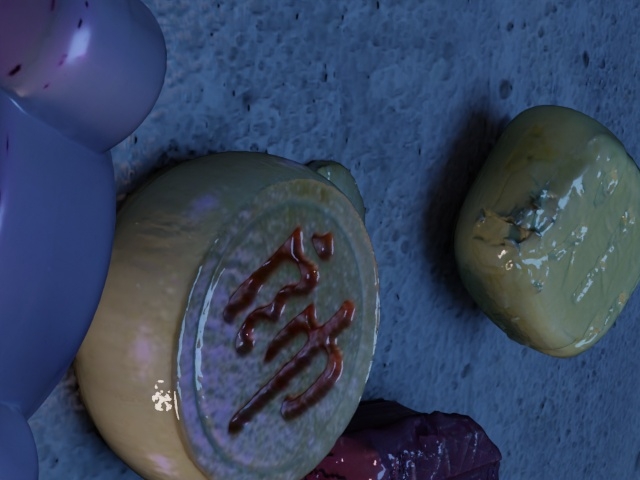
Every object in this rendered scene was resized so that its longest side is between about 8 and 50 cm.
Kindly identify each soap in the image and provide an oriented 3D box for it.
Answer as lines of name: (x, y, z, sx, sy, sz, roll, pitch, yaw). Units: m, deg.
soap: (0.071, 0.261, 1.308, 0.324, 0.127, 0.220, 4, 96, -59)

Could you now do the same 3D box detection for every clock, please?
clock: (-0.235, -0.017, 0.565, 0.113, 0.322, 0.296, 32, 72, -61)

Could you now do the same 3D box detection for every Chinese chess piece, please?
Chinese chess piece: (-0.066, 0.066, 1.040, 0.270, 0.112, 0.270, -18, 113, -51)

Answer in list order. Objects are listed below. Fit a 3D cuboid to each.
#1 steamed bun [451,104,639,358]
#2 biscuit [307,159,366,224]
steamed bun: (0.236, -0.011, 1.459, 0.232, 0.166, 0.273, -57, 138, -11)
biscuit: (0.000, 0.000, 1.218, 0.152, 0.020, 0.152, -25, 120, -53)
